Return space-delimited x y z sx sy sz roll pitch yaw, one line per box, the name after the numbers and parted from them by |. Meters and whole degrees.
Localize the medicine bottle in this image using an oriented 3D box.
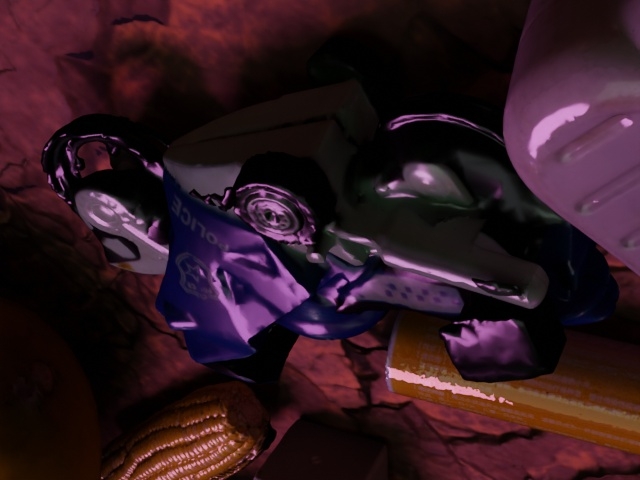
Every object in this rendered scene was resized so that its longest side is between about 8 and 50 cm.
0.149 0.084 0.803 0.218 0.074 0.074 12 140 20 | medicine bottle

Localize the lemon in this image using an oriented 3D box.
-0.262 0.145 0.979 0.219 0.240 0.240 -31 116 35 | lemon

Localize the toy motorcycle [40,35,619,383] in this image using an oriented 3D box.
0.000 0.000 0.758 0.331 0.125 0.196 0 137 35 | toy motorcycle

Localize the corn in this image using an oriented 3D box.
-0.103 0.156 1.034 0.072 0.072 0.203 38 140 -15 | corn

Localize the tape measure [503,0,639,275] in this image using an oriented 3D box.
0.224 -0.049 0.562 0.258 0.130 0.265 37 136 -18 | tape measure

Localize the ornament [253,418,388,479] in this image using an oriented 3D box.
0.015 0.259 1.044 0.130 0.120 0.285 4 136 34 | ornament
